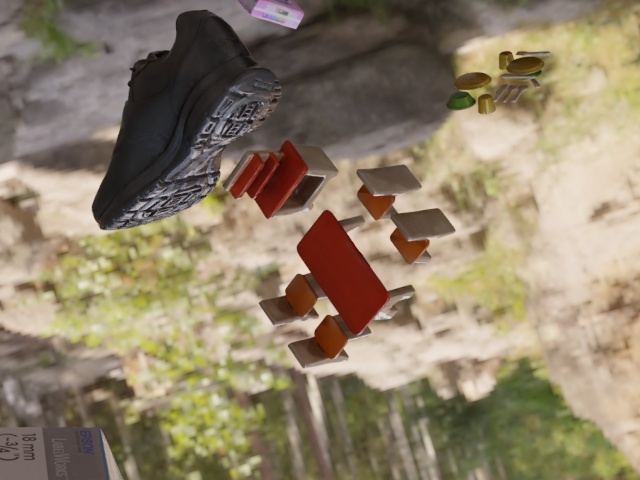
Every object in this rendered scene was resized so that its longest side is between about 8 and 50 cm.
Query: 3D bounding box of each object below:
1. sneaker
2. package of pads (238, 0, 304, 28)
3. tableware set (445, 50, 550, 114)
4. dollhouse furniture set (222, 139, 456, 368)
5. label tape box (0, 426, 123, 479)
[{"bbox_3d":[-0.151,-0.116,1.441,0.109,0.130,0.286,-11,154,-49],"label":"sneaker"},{"bbox_3d":[-0.069,-0.322,1.976,0.083,0.050,0.032,10,121,-38],"label":"package of pads"},{"bbox_3d":[0.221,-0.197,1.797,0.104,0.024,0.154,4,-147,26],"label":"tableware set"},{"bbox_3d":[0.000,0.000,1.845,0.135,0.259,0.262,-7,143,-47],"label":"dollhouse furniture set"},{"bbox_3d":[-0.290,0.302,1.569,0.334,0.106,0.240,2,-159,-15],"label":"label tape box"}]
